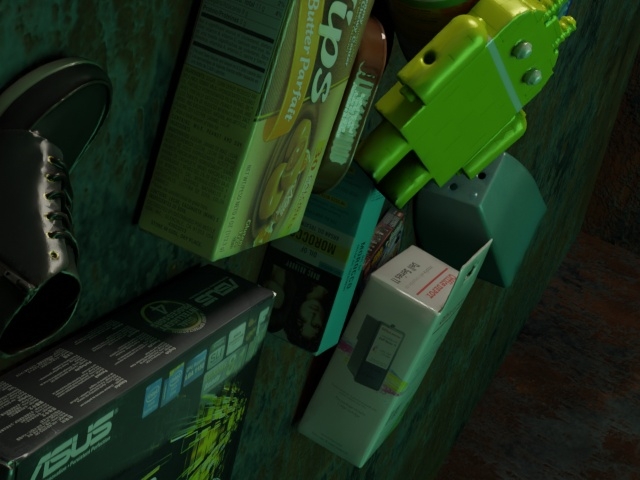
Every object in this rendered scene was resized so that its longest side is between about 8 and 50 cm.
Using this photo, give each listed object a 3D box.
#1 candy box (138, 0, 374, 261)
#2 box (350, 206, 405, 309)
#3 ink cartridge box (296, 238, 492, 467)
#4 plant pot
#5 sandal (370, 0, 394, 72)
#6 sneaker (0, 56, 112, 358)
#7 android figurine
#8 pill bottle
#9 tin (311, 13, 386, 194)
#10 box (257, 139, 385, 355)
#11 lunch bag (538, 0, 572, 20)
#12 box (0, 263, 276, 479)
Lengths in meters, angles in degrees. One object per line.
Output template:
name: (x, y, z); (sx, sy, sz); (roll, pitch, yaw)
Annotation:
candy box: (-0.042, -0.152, 0.963); (0.183, 0.088, 0.316); (-23, 133, -66)
box: (0.080, 0.026, 1.614); (0.137, 0.027, 0.094); (-51, 158, -39)
ink cartridge box: (0.114, 0.140, 1.634); (0.353, 0.119, 0.207); (-65, 166, 20)
plant pot: (0.253, -0.061, 1.784); (0.165, 0.166, 0.234); (-61, 155, -15)
sandal: (0.057, -0.260, 1.201); (0.067, 0.040, 0.179); (-31, 127, -69)
sneaker: (-0.177, -0.021, 0.704); (0.222, 0.118, 0.083); (-56, 159, -29)
android figurine: (0.154, -0.150, 1.124); (0.273, 0.056, 0.248); (-42, 153, 1)
pill bottle: (0.143, -0.253, 1.174); (0.136, 0.136, 0.245); (-62, 156, -14)
tin: (0.007, -0.140, 1.093); (0.040, 0.106, 0.189); (10, 104, -39)
box: (0.000, 0.000, 1.249); (0.060, 0.100, 0.244); (-22, 133, -63)
lunch bag: (0.367, -0.422, 1.770); (0.176, 0.090, 0.219); (-35, 145, -62)
box: (-0.198, 0.225, 0.984); (0.395, 0.097, 0.318); (-31, 138, -60)
